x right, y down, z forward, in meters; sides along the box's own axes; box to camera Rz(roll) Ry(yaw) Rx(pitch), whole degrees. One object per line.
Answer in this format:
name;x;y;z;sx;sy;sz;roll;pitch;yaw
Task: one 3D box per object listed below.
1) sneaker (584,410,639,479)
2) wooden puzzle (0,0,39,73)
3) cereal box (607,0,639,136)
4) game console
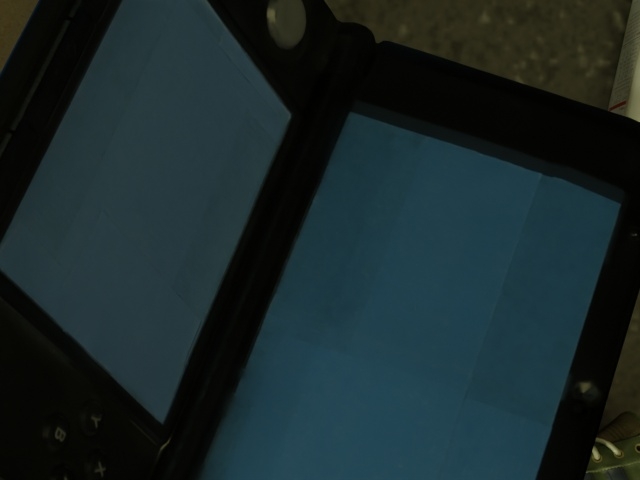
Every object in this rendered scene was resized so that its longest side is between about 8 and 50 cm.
sneaker;0.128;0.121;0.816;0.192;0.064;0.086;17;84;-12
wooden puzzle;-0.269;-0.092;0.714;0.322;0.080;0.347;4;68;-7
cereal box;0.237;-0.085;0.846;0.173;0.047;0.240;13;85;-6
game console;0.000;0.000;0.701;0.173;0.250;0.293;1;57;33
